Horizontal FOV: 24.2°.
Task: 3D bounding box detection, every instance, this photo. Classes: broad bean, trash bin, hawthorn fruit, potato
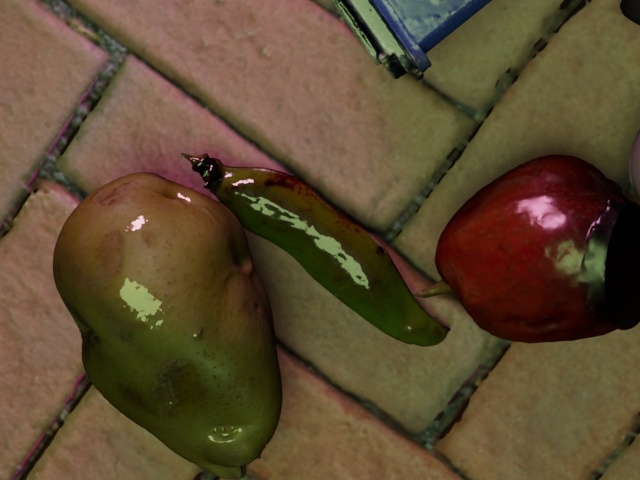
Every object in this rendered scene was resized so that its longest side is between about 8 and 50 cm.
[{"bbox_3d":[0.000,0.000,1.563,0.339,0.061,0.077,37,95,-3],"label":"broad bean"},{"bbox_3d":[0.119,-0.275,1.412,0.234,0.184,0.162,-35,98,7],"label":"trash bin"},{"bbox_3d":[0.209,0.023,1.477,0.251,0.189,0.189,-23,102,31],"label":"hawthorn fruit"},{"bbox_3d":[-0.143,0.095,1.544,0.218,0.202,0.351,-4,116,49],"label":"potato"}]

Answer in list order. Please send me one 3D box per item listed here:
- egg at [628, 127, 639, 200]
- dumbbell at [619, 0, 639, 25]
[{"bbox_3d":[0.408,-0.066,1.393,0.232,0.176,0.176,16,112,37],"label":"egg"},{"bbox_3d":[0.361,-0.282,1.389,0.100,0.100,0.191,23,110,3],"label":"dumbbell"}]
